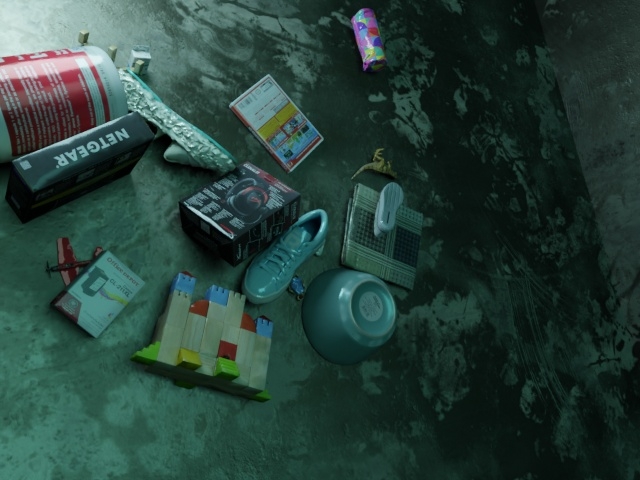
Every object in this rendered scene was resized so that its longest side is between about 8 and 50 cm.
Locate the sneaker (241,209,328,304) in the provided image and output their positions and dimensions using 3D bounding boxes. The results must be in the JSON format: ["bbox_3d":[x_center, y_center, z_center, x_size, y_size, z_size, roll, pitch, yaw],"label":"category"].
[{"bbox_3d":[-0.101,0.026,1.570,0.135,0.150,0.366,31,51,10],"label":"sneaker"}]

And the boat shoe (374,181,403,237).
[{"bbox_3d":[0.219,-0.106,1.830,0.083,0.076,0.226,33,47,-10],"label":"boat shoe"}]

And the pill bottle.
[{"bbox_3d":[-0.689,-0.313,1.259,0.407,0.229,0.229,-25,90,-36],"label":"pill bottle"}]

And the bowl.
[{"bbox_3d":[0.115,0.223,1.663,0.311,0.163,0.311,10,71,-31],"label":"bowl"}]

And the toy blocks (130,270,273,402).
[{"bbox_3d":[-0.276,0.243,1.409,0.381,0.191,0.261,24,52,-25],"label":"toy blocks"}]

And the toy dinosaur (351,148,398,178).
[{"bbox_3d":[0.207,-0.270,1.940,0.211,0.064,0.112,5,74,-32],"label":"toy dinosaur"}]

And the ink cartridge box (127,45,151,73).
[{"bbox_3d":[-0.513,-0.512,1.526,0.048,0.083,0.028,-10,69,-35],"label":"ink cartridge box"}]

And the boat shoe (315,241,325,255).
[{"bbox_3d":[0.000,0.000,1.734,0.035,0.035,0.100,21,64,-27],"label":"boat shoe"}]

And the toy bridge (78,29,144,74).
[{"bbox_3d":[-0.579,-0.507,1.490,0.188,0.063,0.026,28,36,-6],"label":"toy bridge"}]

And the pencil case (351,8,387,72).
[{"bbox_3d":[0.186,-0.763,2.063,0.104,0.104,0.236,-6,77,-35],"label":"pencil case"}]

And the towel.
[{"bbox_3d":[0.217,-0.010,1.881,0.324,0.056,0.312,24,66,-28],"label":"towel"}]

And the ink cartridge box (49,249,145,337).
[{"bbox_3d":[-0.534,0.127,1.299,0.127,0.072,0.175,47,62,-21],"label":"ink cartridge box"}]

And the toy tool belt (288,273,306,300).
[{"bbox_3d":[-0.068,0.142,1.635,0.052,0.051,0.083,-23,89,-36],"label":"toy tool belt"}]

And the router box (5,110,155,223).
[{"bbox_3d":[-0.574,-0.173,1.284,0.309,0.243,0.081,-37,97,-36],"label":"router box"}]

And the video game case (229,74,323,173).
[{"bbox_3d":[-0.139,-0.385,1.772,0.285,0.025,0.204,48,55,-11],"label":"video game case"}]

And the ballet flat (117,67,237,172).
[{"bbox_3d":[-0.426,-0.302,1.504,0.409,0.147,0.147,40,57,-10],"label":"ballet flat"}]

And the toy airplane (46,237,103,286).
[{"bbox_3d":[-0.594,0.060,1.328,0.151,0.028,0.151,10,72,-31],"label":"toy airplane"}]

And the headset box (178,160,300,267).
[{"bbox_3d":[-0.212,-0.089,1.515,0.218,0.110,0.293,33,51,23],"label":"headset box"}]
